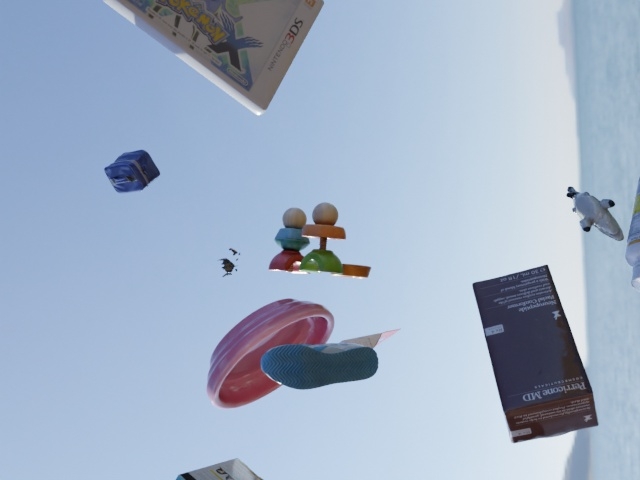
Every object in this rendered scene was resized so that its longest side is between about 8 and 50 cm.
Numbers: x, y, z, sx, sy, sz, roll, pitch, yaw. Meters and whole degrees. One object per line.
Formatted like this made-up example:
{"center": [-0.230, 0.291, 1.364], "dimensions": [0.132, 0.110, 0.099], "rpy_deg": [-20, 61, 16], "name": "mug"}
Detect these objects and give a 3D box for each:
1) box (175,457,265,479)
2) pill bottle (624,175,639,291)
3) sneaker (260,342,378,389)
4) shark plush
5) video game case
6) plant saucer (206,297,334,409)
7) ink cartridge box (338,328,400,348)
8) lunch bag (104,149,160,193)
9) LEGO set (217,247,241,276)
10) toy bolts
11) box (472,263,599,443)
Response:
{"center": [-0.190, 0.483, 1.481], "dimensions": [0.060, 0.100, 0.244], "rpy_deg": [-58, -21, 4], "name": "box"}
{"center": [0.594, -0.016, 1.335], "dimensions": [0.117, 0.117, 0.215], "rpy_deg": [55, -131, -58], "name": "pill bottle"}
{"center": [-0.008, 0.241, 1.507], "dimensions": [0.092, 0.229, 0.087], "rpy_deg": [167, 106, -70], "name": "sneaker"}
{"center": [0.505, -0.052, 1.463], "dimensions": [0.067, 0.161, 0.073], "rpy_deg": [29, -82, -30], "name": "shark plush"}
{"center": [-0.176, -0.430, 1.391], "dimensions": [0.329, 0.036, 0.300], "rpy_deg": [35, -121, -19], "name": "video game case"}
{"center": [-0.122, 0.244, 1.747], "dimensions": [0.084, 0.332, 0.332], "rpy_deg": [50, -177, 26], "name": "plant saucer"}
{"center": [0.113, 0.329, 2.276], "dimensions": [0.225, 0.181, 0.056], "rpy_deg": [-4, -116, -36], "name": "ink cartridge box"}
{"center": [-0.363, -0.129, 1.495], "dimensions": [0.065, 0.098, 0.067], "rpy_deg": [-51, -57, -38], "name": "lunch bag"}
{"center": [-0.223, 0.054, 1.925], "dimensions": [0.054, 0.083, 0.023], "rpy_deg": [44, -156, -7], "name": "LEGO set"}
{"center": [0.000, 0.000, 1.823], "dimensions": [0.218, 0.229, 0.158], "rpy_deg": [10, -97, -47], "name": "toy bolts"}
{"center": [0.476, 0.248, 1.759], "dimensions": [0.381, 0.191, 0.143], "rpy_deg": [-95, -15, -46], "name": "box"}
